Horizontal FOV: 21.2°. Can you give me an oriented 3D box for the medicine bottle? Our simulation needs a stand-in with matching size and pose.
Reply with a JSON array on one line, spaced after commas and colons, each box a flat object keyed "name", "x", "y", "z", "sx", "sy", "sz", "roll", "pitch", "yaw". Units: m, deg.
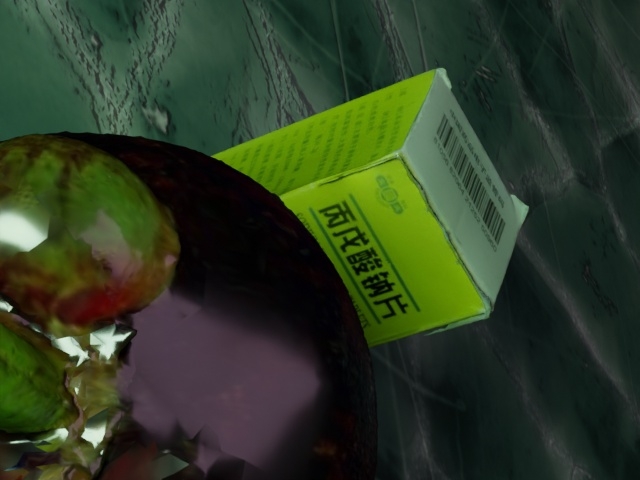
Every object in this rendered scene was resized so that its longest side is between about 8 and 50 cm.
[{"name": "medicine bottle", "x": 0.000, "y": 0.000, "z": 1.192, "sx": 0.137, "sy": 0.250, "sz": 0.141, "roll": 60, "pitch": 28, "yaw": -20}]

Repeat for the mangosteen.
[{"name": "mangosteen", "x": -0.115, "y": 0.083, "z": 0.840, "sx": 0.359, "sy": 0.306, "sz": 0.306, "roll": 116, "pitch": -31, "yaw": -68}]
